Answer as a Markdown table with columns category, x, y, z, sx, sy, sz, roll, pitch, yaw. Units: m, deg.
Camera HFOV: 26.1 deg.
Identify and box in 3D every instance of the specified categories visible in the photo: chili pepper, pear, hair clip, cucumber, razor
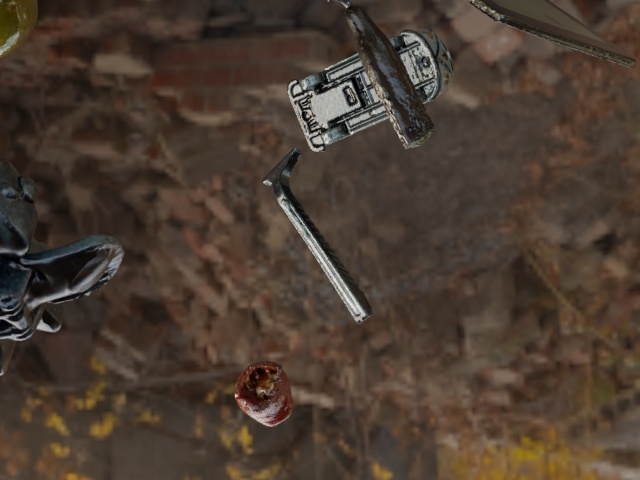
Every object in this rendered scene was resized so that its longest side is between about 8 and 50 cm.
| category | x | y | z | sx | sy | sz | roll | pitch | yaw |
| --- | --- | --- | --- | --- | --- | --- | --- | --- | --- |
| chili pepper | -0.073 | 0.201 | 1.796 | 0.070 | 0.073 | 0.123 | -13 | 158 | 3 |
| pear | -0.438 | -0.303 | 1.770 | 0.149 | 0.149 | 0.162 | 1 | 162 | -10 |
| hair clip | -0.290 | 0.002 | 1.079 | 0.194 | 0.206 | 0.310 | -41 | 162 | -16 |
| cucumber | 0.057 | -0.163 | 1.303 | 0.043 | 0.163 | 0.039 | -21 | 172 | -31 |
| razor | -0.004 | 0.001 | 1.416 | 0.033 | 0.190 | 0.066 | -18 | 163 | -46 |

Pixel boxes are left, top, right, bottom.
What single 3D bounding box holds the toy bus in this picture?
| category | x | y | z | sx | sy | sz | roll | pitch | yaw |
| --- | --- | --- | --- | --- | --- | --- | --- | --- | --- |
| toy bus | 0.062 | -0.170 | 1.517 | 0.194 | 0.087 | 0.089 | -21 | -178 | 37 |

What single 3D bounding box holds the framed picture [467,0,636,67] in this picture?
| category | x | y | z | sx | sy | sz | roll | pitch | yaw |
| --- | --- | --- | --- | --- | --- | --- | --- | --- | --- |
| framed picture | 0.208 | -0.299 | 1.641 | 0.347 | 0.265 | 0.016 | 3 | 123 | -54 |
